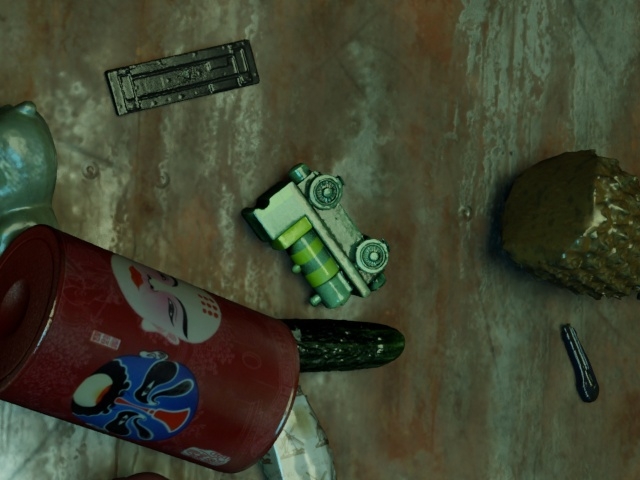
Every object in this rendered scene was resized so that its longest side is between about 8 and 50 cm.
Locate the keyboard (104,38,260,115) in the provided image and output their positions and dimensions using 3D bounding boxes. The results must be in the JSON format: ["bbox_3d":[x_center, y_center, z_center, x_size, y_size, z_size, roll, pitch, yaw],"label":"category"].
[{"bbox_3d":[-0.176,-0.212,1.867,0.204,0.013,0.061,-17,92,-26],"label":"keyboard"}]

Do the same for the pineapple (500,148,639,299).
[{"bbox_3d":[0.429,0.015,2.046,0.362,0.202,0.202,30,73,-32],"label":"pineapple"}]

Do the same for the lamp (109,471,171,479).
[{"bbox_3d":[-0.220,0.362,1.728,0.182,0.140,0.182,-6,106,-23],"label":"lamp"}]

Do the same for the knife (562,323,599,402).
[{"bbox_3d":[0.374,0.177,2.087,0.031,0.018,0.121,-24,93,-27],"label":"knife"}]

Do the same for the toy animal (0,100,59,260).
[{"bbox_3d":[-0.354,-0.032,1.706,0.125,0.127,0.251,-24,99,-28],"label":"toy animal"}]

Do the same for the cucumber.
[{"bbox_3d":[0.002,0.138,1.885,0.241,0.074,0.074,2,84,-28],"label":"cucumber"}]

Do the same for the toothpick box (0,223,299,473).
[{"bbox_3d":[-0.214,0.132,1.677,0.333,0.204,0.204,23,75,-34],"label":"toothpick box"}]

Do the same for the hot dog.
[{"bbox_3d":[-0.037,0.266,1.865,0.099,0.053,0.192,-21,91,-27],"label":"hot dog"}]

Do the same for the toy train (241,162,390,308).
[{"bbox_3d":[0.000,0.000,1.898,0.132,0.083,0.200,-38,101,-12],"label":"toy train"}]
